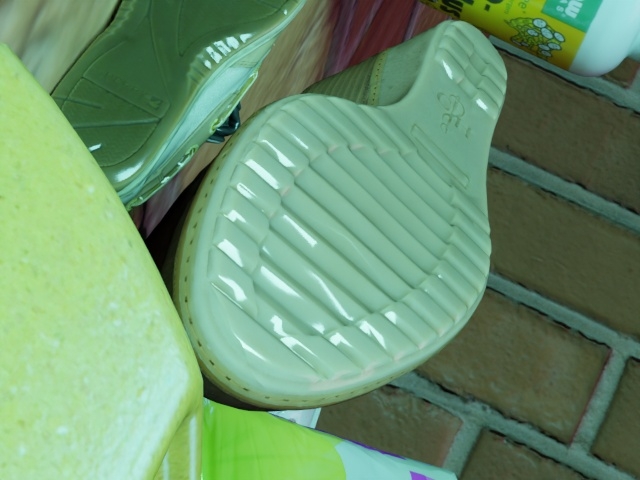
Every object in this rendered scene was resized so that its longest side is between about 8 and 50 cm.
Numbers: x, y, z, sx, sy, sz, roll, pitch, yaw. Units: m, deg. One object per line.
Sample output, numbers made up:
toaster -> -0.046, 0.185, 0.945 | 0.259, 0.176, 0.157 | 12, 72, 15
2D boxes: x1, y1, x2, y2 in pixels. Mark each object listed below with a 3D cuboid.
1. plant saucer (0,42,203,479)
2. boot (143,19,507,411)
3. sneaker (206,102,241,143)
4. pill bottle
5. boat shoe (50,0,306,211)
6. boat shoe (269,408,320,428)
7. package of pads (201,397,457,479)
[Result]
plant saucer -> -0.105, 0.177, 0.384 | 0.333, 0.081, 0.333 | 96, 13, -45
boot -> -0.037, 0.027, 0.544 | 0.207, 0.090, 0.248 | -38, -174, 30
sneaker -> -0.048, -0.046, 0.592 | 0.083, 0.037, 0.032 | 100, 15, -79
pill bottle -> 0.126, -0.160, 0.848 | 0.118, 0.208, 0.117 | -63, 176, -9
boat shoe -> -0.046, -0.060, 0.504 | 0.135, 0.050, 0.045 | -50, 173, -28
boat shoe -> -0.052, 0.143, 1.276 | 0.096, 0.098, 0.277 | 109, -1, -56
package of pads -> -0.034, 0.228, 0.694 | 0.229, 0.101, 0.297 | 26, 62, -49
